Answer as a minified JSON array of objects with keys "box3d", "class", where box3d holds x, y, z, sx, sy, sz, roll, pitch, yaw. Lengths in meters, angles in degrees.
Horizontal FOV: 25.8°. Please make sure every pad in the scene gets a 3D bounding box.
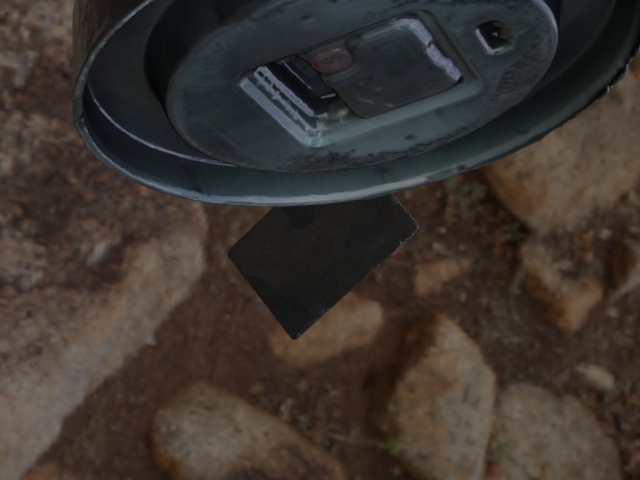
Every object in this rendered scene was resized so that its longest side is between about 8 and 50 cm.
[{"box3d":[0.000,0.000,1.657,0.211,0.143,0.003,-42,167,17],"class":"pad"}]

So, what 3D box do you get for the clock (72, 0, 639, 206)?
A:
[{"box3d":[0.017,-0.107,0.753,0.312,0.312,0.061,56,22,-67],"class":"clock"}]
